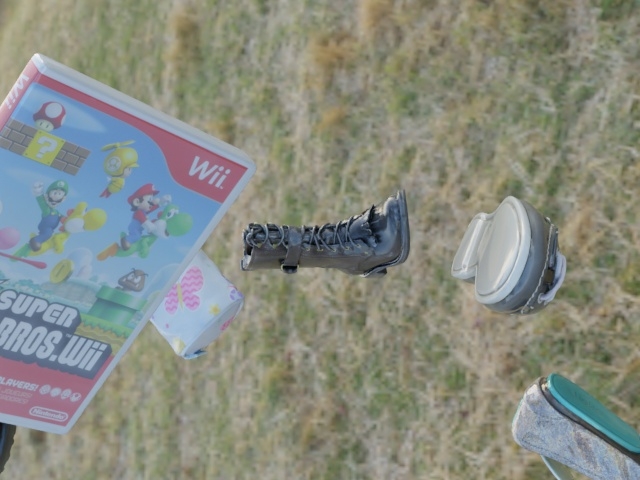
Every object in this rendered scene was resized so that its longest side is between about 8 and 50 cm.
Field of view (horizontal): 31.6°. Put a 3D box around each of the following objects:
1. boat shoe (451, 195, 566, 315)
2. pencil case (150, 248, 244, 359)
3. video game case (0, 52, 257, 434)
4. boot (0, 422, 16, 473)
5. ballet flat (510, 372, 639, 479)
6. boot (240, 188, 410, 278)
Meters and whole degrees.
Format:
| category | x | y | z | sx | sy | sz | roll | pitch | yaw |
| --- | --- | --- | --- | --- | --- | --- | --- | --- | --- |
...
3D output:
| category | x | y | z | sx | sy | sz | roll | pitch | yaw |
| --- | --- | --- | --- | --- | --- | --- | --- | --- | --- |
| boat shoe | 0.209 | 0.021 | 1.167 | 0.335 | 0.095 | 0.112 | -105 | 35 | -87 |
| pencil case | -0.227 | 0.029 | 1.509 | 0.124 | 0.273 | 0.113 | -46 | -9 | 3 |
| video game case | -0.201 | 0.019 | 0.848 | 0.285 | 0.204 | 0.025 | -53 | 45 | 14 |
| boot | -0.543 | 0.223 | 1.406 | 0.367 | 0.146 | 0.445 | -70 | -14 | 9 |
| ballet flat | 0.354 | 0.271 | 1.288 | 0.106 | 0.316 | 0.107 | -57 | -4 | 22 |
| boot | 0.000 | 0.000 | 1.656 | 0.263 | 0.229 | 0.091 | 120 | 149 | -62 |
